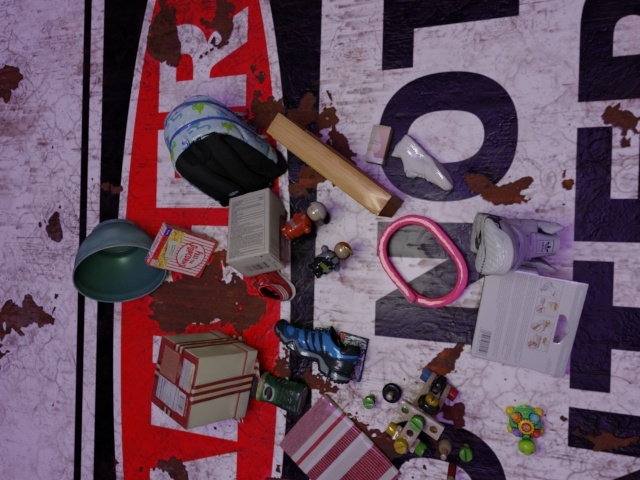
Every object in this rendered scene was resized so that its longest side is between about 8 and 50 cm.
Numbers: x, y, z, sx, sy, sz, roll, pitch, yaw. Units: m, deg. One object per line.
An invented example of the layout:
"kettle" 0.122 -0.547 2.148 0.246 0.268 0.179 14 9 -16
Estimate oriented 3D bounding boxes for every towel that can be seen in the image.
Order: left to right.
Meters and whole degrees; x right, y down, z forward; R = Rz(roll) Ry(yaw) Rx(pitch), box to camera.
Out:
"towel" 0.057 0.680 1.414 0.329 0.037 0.237 43 101 13

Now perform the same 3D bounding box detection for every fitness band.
"fitness band" 0.300 0.062 1.324 0.209 0.054 0.291 -40 79 12

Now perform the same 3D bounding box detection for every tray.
"tray" 0.048 -0.215 1.328 0.410 0.202 0.076 40 103 15

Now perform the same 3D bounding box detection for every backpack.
"backpack" -0.314 -0.271 1.376 0.290 0.355 0.274 -28 80 18

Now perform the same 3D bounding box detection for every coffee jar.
"coffee jar" -0.138 0.489 1.457 0.184 0.079 0.096 14 94 18

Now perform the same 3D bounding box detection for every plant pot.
"plant pot" -0.705 0.049 1.571 0.293 0.293 0.196 -38 51 15

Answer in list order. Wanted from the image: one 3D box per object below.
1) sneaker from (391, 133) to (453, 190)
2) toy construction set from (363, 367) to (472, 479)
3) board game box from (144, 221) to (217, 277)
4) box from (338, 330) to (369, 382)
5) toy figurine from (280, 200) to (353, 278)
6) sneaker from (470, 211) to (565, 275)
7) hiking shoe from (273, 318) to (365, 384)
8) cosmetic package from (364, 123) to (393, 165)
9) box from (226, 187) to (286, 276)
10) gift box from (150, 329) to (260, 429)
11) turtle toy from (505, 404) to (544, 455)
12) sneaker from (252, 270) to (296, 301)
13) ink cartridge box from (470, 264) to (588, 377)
"sneaker" 0.297 -0.209 1.320 0.094 0.080 0.212 -48 69 25
"toy construction set" 0.284 0.533 1.227 0.257 0.237 0.309 -37 79 15
"board game box" -0.468 0.035 1.516 0.045 0.193 0.147 40 105 46
"box" 0.093 0.363 1.404 0.093 0.027 0.137 11 94 20
"toy figurine" 0.000 0.000 1.346 0.148 0.213 0.210 -37 81 -1
"sneaker" 0.491 0.009 1.100 0.210 0.366 0.138 7 102 12
"hiking shoe" -0.008 0.314 1.396 0.303 0.113 0.132 29 88 26
"cosmetic package" 0.179 -0.291 1.369 0.060 0.041 0.115 14 94 19
"box" -0.198 -0.023 1.410 0.148 0.127 0.233 -13 60 18
"gift box" -0.347 0.445 1.427 0.276 0.258 0.256 19 98 40
"turtle toy" 0.559 0.514 1.222 0.095 0.066 0.131 -4 88 19
"sneaker" -0.184 0.115 1.448 0.221 0.128 0.087 35 101 16
"ink cartridge box" 0.546 0.206 1.199 0.238 0.060 0.276 10 108 18
